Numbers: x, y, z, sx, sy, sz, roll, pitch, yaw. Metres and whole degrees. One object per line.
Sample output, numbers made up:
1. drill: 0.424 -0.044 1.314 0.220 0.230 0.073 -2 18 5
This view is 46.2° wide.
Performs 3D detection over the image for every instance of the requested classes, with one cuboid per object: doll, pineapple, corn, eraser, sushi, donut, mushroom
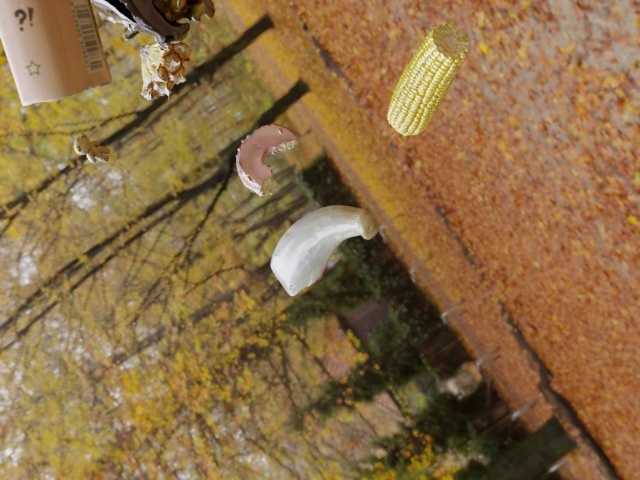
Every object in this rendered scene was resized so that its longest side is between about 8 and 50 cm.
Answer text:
1. doll: -0.565 -0.225 1.856 0.051 0.093 0.061 -27 54 56
2. pineapple: -0.325 -0.352 1.507 0.116 0.137 0.069 45 -164 33
3. corn: 0.198 -0.299 1.423 0.093 0.093 0.244 56 149 21
4. eraser: -0.407 -0.361 1.104 0.171 0.087 0.290 -46 -51 -59
5. sushi: -0.299 -0.442 1.250 0.213 0.200 0.204 49 171 48
6. donut: -0.125 -0.183 1.631 0.117 0.166 0.065 32 169 14
7. mushroom: 0.000 0.000 1.448 0.118 0.270 0.103 49 -138 0
